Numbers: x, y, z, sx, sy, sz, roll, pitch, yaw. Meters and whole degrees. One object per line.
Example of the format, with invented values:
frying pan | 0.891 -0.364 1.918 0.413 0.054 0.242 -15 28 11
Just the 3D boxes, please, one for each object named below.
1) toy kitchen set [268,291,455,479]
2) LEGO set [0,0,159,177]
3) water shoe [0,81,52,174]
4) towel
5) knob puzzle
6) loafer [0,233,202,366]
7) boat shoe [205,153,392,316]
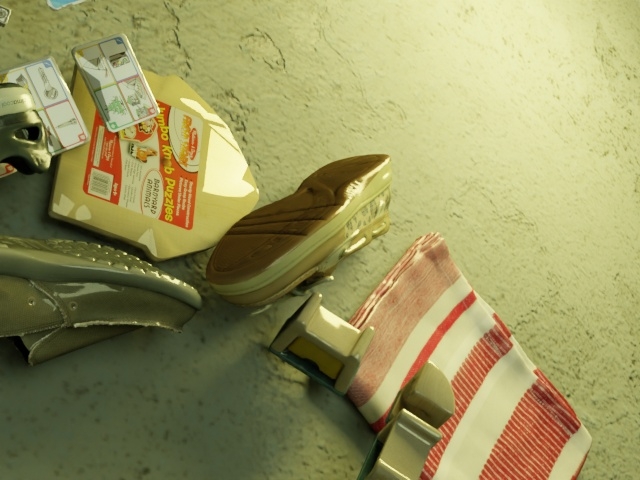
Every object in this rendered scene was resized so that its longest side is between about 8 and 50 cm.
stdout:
toy kitchen set | -0.002 0.180 0.767 0.166 0.122 0.207 32 47 1
LEGO set | -0.265 -0.179 0.722 0.182 0.060 0.244 -29 99 -31
water shoe | -0.285 -0.045 0.625 0.203 0.073 0.080 -29 105 -28
towel | 0.160 0.175 0.947 0.329 0.037 0.237 51 46 -9
knob puzzle | -0.143 -0.065 0.805 0.213 0.030 0.213 20 56 -33
loafer | -0.205 0.046 0.669 0.251 0.094 0.087 12 95 -39
boat shoe | 0.000 0.000 0.838 0.285 0.105 0.089 -38 121 -50
